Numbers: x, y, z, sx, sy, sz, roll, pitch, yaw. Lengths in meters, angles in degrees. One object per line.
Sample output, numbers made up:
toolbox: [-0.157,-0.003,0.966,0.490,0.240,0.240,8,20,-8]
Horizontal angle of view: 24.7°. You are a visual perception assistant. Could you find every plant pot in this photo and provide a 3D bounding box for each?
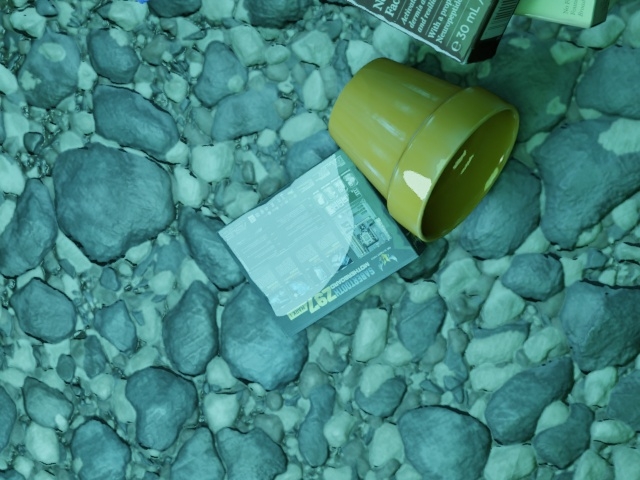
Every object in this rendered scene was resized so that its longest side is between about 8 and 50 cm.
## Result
plant pot: [0.120,-0.133,1.875,0.188,0.205,0.205,36,112,21]

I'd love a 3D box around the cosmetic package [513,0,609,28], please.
cosmetic package: [0.209,-0.369,1.805,0.309,0.113,0.160,13,107,18]

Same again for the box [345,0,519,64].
box: [0.067,-0.381,1.722,0.381,0.143,0.191,30,111,15]

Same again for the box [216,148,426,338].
box: [0.000,0.000,2.009,0.233,0.059,0.183,-34,92,21]

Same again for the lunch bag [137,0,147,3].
lunch bag: [-0.231,-0.409,1.958,0.129,0.096,0.151,-27,110,19]
